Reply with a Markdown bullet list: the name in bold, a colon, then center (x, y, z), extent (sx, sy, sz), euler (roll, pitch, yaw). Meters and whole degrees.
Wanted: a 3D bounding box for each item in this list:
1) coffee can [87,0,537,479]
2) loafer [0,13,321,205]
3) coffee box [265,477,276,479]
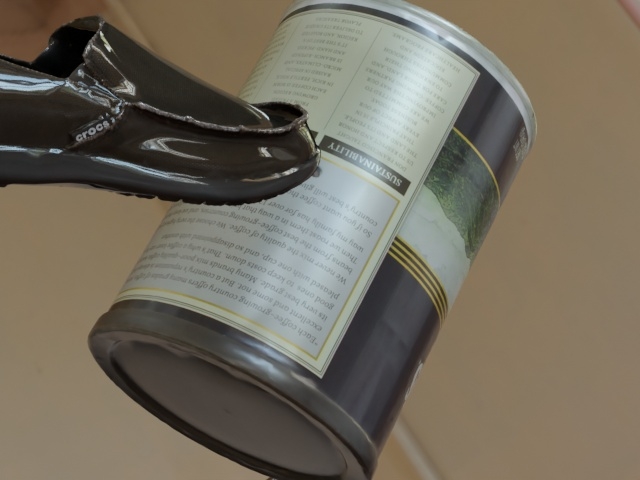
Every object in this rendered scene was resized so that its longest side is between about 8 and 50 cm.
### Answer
- **coffee can**: center (0.000, 0.000, 1.002), extent (0.275, 0.202, 0.201), euler (-62, -3, -23)
- **loafer**: center (-0.094, -0.062, 0.680), extent (0.220, 0.078, 0.080), euler (2, 11, -32)
- **coffee box**: center (-0.005, 0.334, 1.631), extent (0.141, 0.098, 0.246), euler (-35, 17, 4)
